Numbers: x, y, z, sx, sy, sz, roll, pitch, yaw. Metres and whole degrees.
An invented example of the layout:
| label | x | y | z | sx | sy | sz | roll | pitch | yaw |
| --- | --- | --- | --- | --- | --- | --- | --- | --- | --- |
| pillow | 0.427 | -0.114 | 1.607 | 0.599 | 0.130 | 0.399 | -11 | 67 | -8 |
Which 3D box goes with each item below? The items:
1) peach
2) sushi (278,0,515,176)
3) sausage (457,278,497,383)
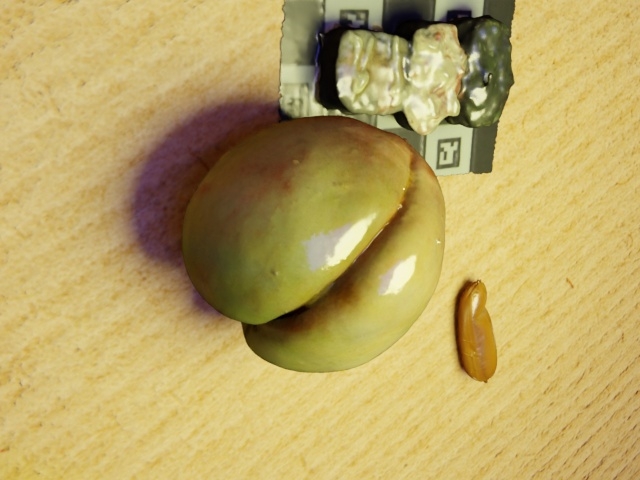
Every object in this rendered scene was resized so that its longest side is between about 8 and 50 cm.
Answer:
| label | x | y | z | sx | sy | sz | roll | pitch | yaw |
| --- | --- | --- | --- | --- | --- | --- | --- | --- | --- |
| peach | -0.001 | -0.001 | 0.871 | 0.292 | 0.247 | 0.292 | -2 | 97 | -14 |
| sushi | 0.134 | -0.208 | 0.972 | 0.373 | 0.100 | 0.296 | -7 | 110 | -31 |
| sausage | 0.239 | 0.143 | 1.193 | 0.062 | 0.054 | 0.183 | -47 | 130 | -51 |
